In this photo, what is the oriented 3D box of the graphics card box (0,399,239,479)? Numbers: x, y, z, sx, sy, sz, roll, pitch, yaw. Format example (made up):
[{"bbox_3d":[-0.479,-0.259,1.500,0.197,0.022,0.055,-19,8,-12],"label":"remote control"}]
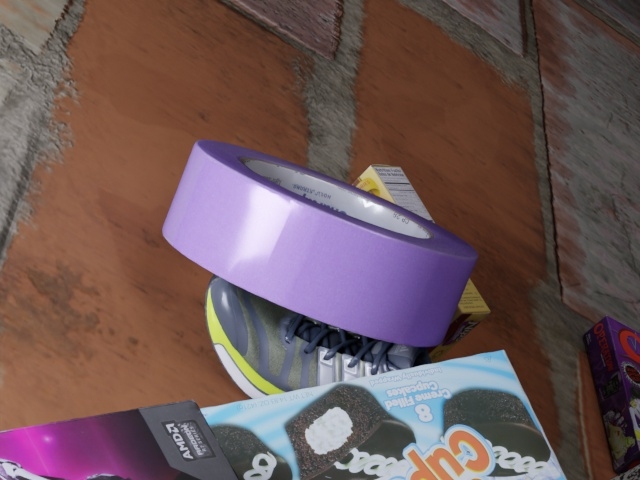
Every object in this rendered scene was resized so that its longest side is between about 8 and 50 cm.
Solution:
[{"bbox_3d":[-0.192,0.238,0.996,0.371,0.094,0.233,-3,50,-42],"label":"graphics card box"}]

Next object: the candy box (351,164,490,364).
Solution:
[{"bbox_3d":[0.076,0.029,1.573,0.053,0.109,0.187,1,51,-48],"label":"candy box"}]

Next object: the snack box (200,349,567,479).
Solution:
[{"bbox_3d":[0.035,0.203,1.246,0.321,0.060,0.187,-9,56,-21],"label":"snack box"}]

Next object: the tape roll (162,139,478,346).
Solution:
[{"bbox_3d":[0.000,0.000,1.422,0.274,0.090,0.275,21,9,-4],"label":"tape roll"}]

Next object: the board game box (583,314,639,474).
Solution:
[{"bbox_3d":[0.461,0.237,1.821,0.346,0.056,0.208,26,32,-25],"label":"board game box"}]

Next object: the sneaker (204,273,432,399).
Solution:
[{"bbox_3d":[0.028,0.115,1.406,0.300,0.121,0.111,38,32,-8],"label":"sneaker"}]

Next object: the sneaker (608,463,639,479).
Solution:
[{"bbox_3d":[0.406,0.352,1.493,0.410,0.182,0.158,39,32,-8],"label":"sneaker"}]
